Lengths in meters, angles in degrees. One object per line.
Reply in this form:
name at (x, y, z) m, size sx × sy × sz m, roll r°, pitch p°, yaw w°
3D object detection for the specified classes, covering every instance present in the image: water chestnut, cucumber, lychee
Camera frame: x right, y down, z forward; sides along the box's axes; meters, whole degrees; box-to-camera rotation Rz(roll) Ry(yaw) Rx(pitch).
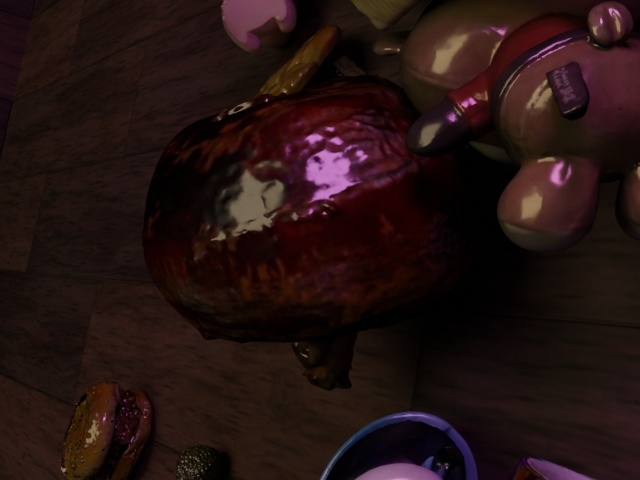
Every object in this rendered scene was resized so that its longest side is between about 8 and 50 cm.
water chestnut at (0.000, 0.000, 0.911) m, size 0.350 × 0.350 × 0.302 m, roll 3°, pitch 108°, yaw 57°
cucumber at (-0.012, -0.166, 1.223) m, size 0.187 × 0.058 × 0.058 m, roll -45°, pitch 43°, yaw 38°
lychee at (-0.168, 0.313, 1.260) m, size 0.083 × 0.068 × 0.067 m, roll -39°, pitch 75°, yaw 19°

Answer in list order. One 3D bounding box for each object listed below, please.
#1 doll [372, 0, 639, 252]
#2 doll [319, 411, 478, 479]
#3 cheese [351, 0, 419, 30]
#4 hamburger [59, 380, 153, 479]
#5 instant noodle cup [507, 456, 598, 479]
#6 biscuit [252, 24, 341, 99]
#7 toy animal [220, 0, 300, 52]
doll at (0.176, -0.127, 0.745) m, size 0.330 × 0.235 × 0.174 m, roll -112°, pitch 15°, yaw -58°
doll at (0.066, 0.238, 0.807) m, size 0.177 × 0.141 × 0.314 m, roll -51°, pitch -5°, yaw -2°
cheese at (0.040, -0.332, 0.726) m, size 0.124 × 0.265 × 0.242 m, roll -45°, pitch 7°, yaw -19°
hamburger at (-0.355, 0.316, 1.500) m, size 0.185 × 0.113 × 0.177 m, roll -10°, pitch 70°, yaw 54°
instant noodle cup at (0.180, 0.270, 0.609) m, size 0.251 × 0.251 × 0.190 m, roll 26°, pitch 91°, yaw 57°
biscuit at (-0.052, -0.203, 1.237) m, size 0.203 × 0.041 × 0.260 m, roll -57°, pitch 14°, yaw -5°
toy animal at (-0.078, -0.340, 1.365) m, size 0.212 × 0.124 × 0.124 m, roll -66°, pitch 0°, yaw -75°
